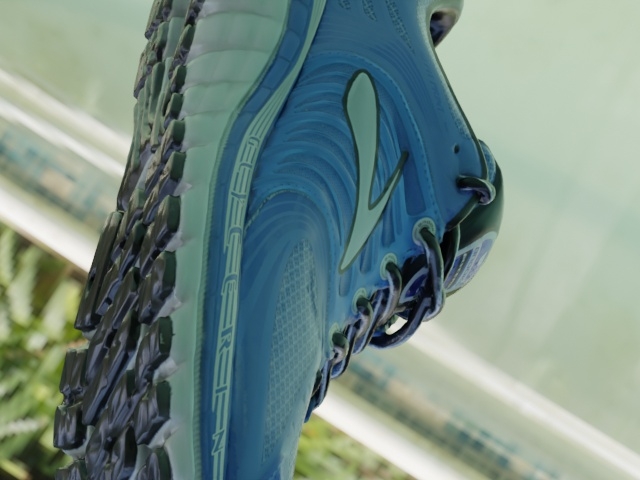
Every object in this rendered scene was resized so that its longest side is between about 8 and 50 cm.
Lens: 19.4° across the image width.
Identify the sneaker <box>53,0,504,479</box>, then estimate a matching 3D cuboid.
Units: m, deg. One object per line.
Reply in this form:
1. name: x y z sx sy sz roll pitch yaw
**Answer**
1. sneaker: 0.000 0.000 0.679 0.147 0.330 0.130 20 146 -14
